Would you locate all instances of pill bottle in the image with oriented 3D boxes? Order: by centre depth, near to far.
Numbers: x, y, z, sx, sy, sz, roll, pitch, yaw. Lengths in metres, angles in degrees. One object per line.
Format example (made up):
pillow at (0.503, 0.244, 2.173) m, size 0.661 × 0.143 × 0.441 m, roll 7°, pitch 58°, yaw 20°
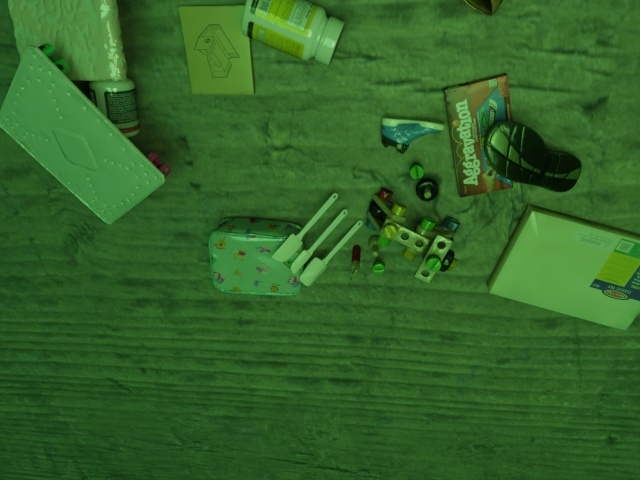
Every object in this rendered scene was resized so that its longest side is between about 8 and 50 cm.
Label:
pill bottle at (-0.059, -0.476, 1.049) m, size 0.208 × 0.119 × 0.119 m, roll 22°, pitch 119°, yaw -4°
pill bottle at (-0.519, -0.359, 1.186) m, size 0.107 × 0.108 × 0.180 m, roll 8°, pitch 119°, yaw 4°

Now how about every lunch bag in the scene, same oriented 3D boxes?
lunch bag at (-0.182, 0.053, 1.364) m, size 0.278 × 0.108 × 0.224 m, roll 4°, pitch 120°, yaw 6°

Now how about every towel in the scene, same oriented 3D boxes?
towel at (-0.581, -0.532, 1.066) m, size 0.316 × 0.053 × 0.332 m, roll 8°, pitch 111°, yaw 23°

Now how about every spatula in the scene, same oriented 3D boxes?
spatula at (0.000, 0.000, 1.291) m, size 0.242 × 0.019 × 0.168 m, roll -48°, pitch 122°, yaw -2°

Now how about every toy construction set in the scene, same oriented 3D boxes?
toy construction set at (0.207, 0.012, 1.211) m, size 0.308 × 0.237 × 0.257 m, roll -37°, pitch 108°, yaw 24°

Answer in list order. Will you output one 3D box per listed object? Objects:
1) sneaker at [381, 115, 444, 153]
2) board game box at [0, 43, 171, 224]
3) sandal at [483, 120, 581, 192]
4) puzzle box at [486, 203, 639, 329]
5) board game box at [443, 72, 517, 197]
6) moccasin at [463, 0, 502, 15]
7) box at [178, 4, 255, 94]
sneaker at (0.224, -0.256, 1.162) m, size 0.151 × 0.058 × 0.085 m, roll 6°, pitch 114°, yaw 10°
board game box at (-0.608, -0.243, 1.205) m, size 0.389 × 0.050 × 0.390 m, roll -21°, pitch 118°, yaw 45°
sandal at (0.495, -0.191, 1.127) m, size 0.302 × 0.086 × 0.120 m, roll 18°, pitch 108°, yaw -28°
puzzle box at (0.701, 0.079, 1.283) m, size 0.408 × 0.052 × 0.272 m, roll 16°, pitch 119°, yaw -1°
board game box at (0.396, -0.249, 1.161) m, size 0.144 × 0.027 × 0.282 m, roll -10°, pitch 117°, yaw 14°
moccasin at (0.217, -0.567, 0.897) m, size 0.379 × 0.139 × 0.147 m, roll 23°, pitch 92°, yaw -33°
box at (-0.247, -0.457, 1.143) m, size 0.164 × 0.021 × 0.201 m, roll 2°, pitch 119°, yaw 7°
